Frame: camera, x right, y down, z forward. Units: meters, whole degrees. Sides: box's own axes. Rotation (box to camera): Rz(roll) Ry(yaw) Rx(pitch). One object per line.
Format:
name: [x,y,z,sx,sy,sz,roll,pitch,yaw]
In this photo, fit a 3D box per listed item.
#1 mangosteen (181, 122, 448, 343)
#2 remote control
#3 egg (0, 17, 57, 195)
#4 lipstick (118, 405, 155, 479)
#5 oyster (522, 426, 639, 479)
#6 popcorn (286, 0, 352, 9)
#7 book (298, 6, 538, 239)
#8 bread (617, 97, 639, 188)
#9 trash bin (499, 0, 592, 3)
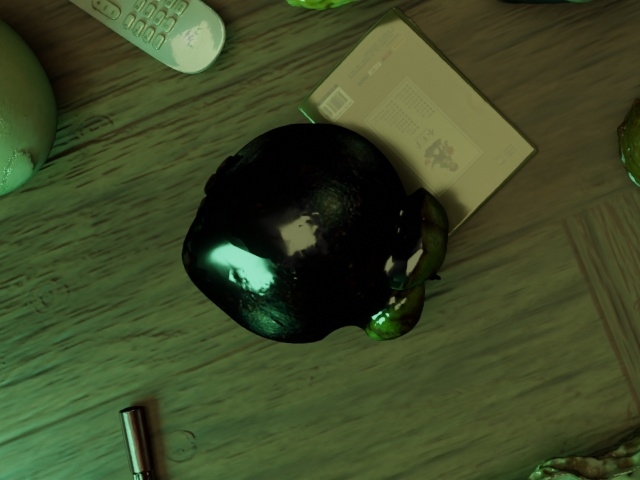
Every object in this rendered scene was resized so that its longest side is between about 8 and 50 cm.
mangosteen: [0.000,0.000,1.610,0.243,0.243,0.243,1,94,10]
remote control: [-0.188,-0.241,1.717,0.229,0.044,0.073,34,96,15]
egg: [-0.369,-0.144,1.681,0.253,0.186,0.186,36,99,7]
lipstick: [-0.175,0.255,1.755,0.027,0.027,0.176,-10,93,11]
oyster: [0.260,0.279,1.651,0.396,0.111,0.204,-33,105,10]
popcorn: [-0.004,-0.318,1.584,0.189,0.169,0.218,10,84,17]
book: [0.093,-0.109,1.686,0.138,0.016,0.198,-45,85,10]
bread: [0.397,-0.106,1.570,0.247,0.135,0.232,14,92,8]
trash bin: [0.238,-0.348,1.542,0.182,0.209,0.290,20,92,-15]
